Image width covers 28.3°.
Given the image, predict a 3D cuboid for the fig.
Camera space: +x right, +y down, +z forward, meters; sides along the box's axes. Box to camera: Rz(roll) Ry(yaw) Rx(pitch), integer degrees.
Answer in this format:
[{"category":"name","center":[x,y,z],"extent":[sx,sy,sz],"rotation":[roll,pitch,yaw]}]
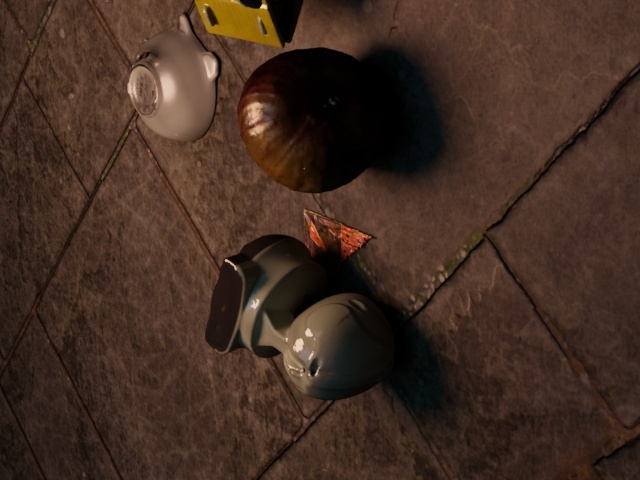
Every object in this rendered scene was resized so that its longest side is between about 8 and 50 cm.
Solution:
[{"category":"fig","center":[-0.030,-0.146,1.882],"extent":[0.216,0.217,0.321],"rotation":[65,158,12]}]

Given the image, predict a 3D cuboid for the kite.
[{"category":"kite","center":[0.001,0.000,2.017],"extent":[0.222,0.008,0.125],"rotation":[-47,65,47]}]

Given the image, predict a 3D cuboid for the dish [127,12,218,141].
[{"category":"dish","center":[-0.281,-0.276,2.205],"extent":[0.227,0.086,0.236],"rotation":[58,138,20]}]

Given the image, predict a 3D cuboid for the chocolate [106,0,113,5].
[{"category":"chocolate","center":[-0.278,-0.504,2.078],"extent":[0.321,0.112,0.111],"rotation":[-25,92,58]}]

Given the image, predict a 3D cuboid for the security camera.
[{"category":"security camera","center":[-0.014,0.130,1.931],"extent":[0.277,0.191,0.197],"rotation":[35,124,31]}]

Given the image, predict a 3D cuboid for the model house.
[{"category":"model house","center":[-0.166,-0.434,1.781],"extent":[0.300,0.340,0.323],"rotation":[14,114,32]}]
